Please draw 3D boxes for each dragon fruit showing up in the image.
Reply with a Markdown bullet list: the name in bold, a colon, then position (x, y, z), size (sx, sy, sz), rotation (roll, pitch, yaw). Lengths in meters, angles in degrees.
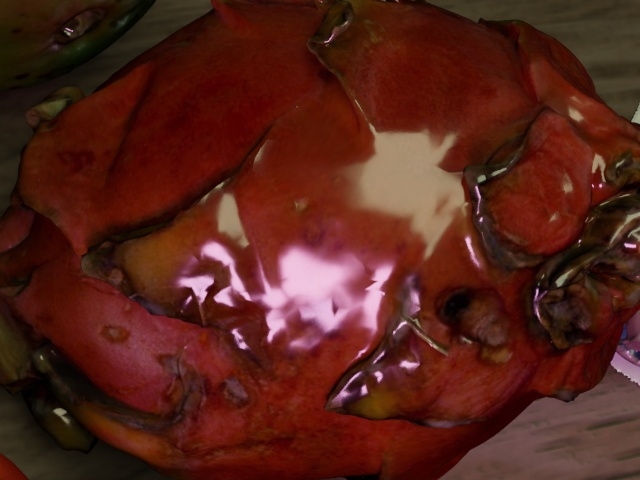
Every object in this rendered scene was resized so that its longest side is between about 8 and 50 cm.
- **dragon fruit**: position (-0.004, 0.002, 0.826), size (0.315, 0.250, 0.250), rotation (-34, 90, 17)

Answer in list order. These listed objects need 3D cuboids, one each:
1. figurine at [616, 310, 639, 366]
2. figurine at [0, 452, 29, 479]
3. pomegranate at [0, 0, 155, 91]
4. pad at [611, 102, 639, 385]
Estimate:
- **figurine**: position (0.168, 0.015, 0.941), size (0.178, 0.144, 0.114), rotation (30, 82, -23)
- **figurine**: position (-0.148, 0.187, 0.756), size (0.208, 0.181, 0.257), rotation (32, 55, 21)
- **pomegranate**: position (-0.168, -0.179, 0.851), size (0.181, 0.181, 0.224), rotation (-33, 73, -26)
- **pad**: position (0.241, 0.041, 1.038), size (0.232, 0.004, 0.156), rotation (36, 66, -9)
